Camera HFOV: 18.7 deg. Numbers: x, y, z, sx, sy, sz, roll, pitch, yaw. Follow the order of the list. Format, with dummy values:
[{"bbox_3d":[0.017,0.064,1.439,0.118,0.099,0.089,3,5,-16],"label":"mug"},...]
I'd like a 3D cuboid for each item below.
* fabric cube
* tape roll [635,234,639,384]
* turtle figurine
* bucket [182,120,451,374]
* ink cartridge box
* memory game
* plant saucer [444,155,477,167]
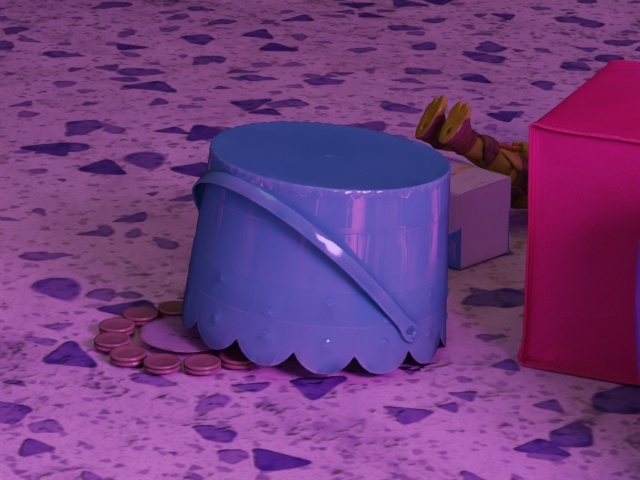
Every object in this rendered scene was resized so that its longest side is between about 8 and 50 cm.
[{"bbox_3d":[0.355,-0.014,1.908,0.259,0.254,0.258,10,23,23],"label":"fabric cube"},{"bbox_3d":[0.338,0.067,1.631,0.090,0.275,0.275,-1,19,-5],"label":"tape roll"},{"bbox_3d":[0.216,-0.087,2.299,0.217,0.087,0.269,32,11,-21],"label":"turtle figurine"},{"bbox_3d":[0.000,0.000,1.923,0.281,0.183,0.281,5,18,-2],"label":"bucket"},{"bbox_3d":[0.133,-0.036,2.202,0.090,0.092,0.143,-19,27,-41],"label":"ink cartridge box"},{"bbox_3d":[-0.133,0.096,1.927,0.186,0.012,0.186,1,19,0],"label":"memory game"},{"bbox_3d":[0.101,-0.065,2.369,0.195,0.037,0.195,0,19,0],"label":"plant saucer"}]
